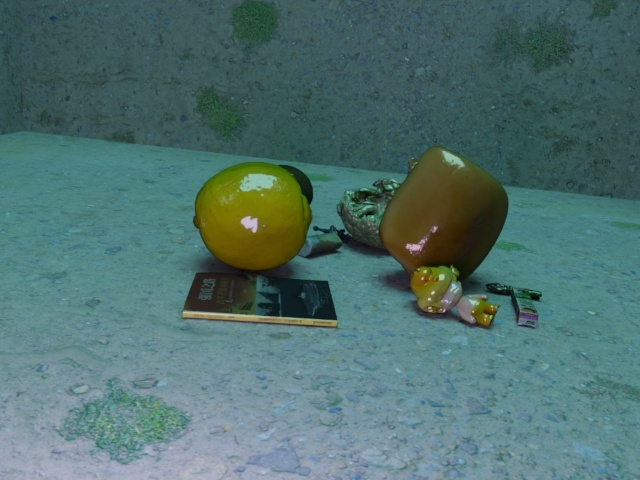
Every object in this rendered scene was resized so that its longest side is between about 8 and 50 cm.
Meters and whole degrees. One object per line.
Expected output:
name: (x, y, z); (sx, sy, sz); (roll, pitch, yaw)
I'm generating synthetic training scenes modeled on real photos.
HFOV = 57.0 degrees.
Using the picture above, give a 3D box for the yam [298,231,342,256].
yam: (-0.001, 0.012, 1.967); (0.068, 0.069, 0.169); (20, 22, 40)

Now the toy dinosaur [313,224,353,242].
toy dinosaur: (0.046, -0.024, 2.138); (0.154, 0.049, 0.055); (16, 22, 7)

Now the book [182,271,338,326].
book: (-0.150, 0.148, 1.518); (0.373, 0.028, 0.262); (5, 18, -6)

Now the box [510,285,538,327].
box: (0.565, 0.183, 1.639); (0.049, 0.041, 0.207); (9, 17, 10)

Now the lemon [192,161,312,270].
lemon: (-0.197, -0.069, 1.725); (0.347, 0.348, 0.348); (6, 16, -2)

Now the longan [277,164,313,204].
longan: (-0.149, -0.196, 2.375); (0.247, 0.249, 0.248); (6, 16, -2)

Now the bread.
bread: (0.377, -0.051, 1.766); (0.348, 0.376, 0.253); (34, 5, -34)

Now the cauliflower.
cauliflower: (0.207, -0.102, 2.099); (0.275, 0.251, 0.272); (20, 5, -43)

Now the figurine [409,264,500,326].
figurine: (0.345, 0.147, 1.563); (0.246, 0.131, 0.156); (30, 65, 21)

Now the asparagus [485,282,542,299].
asparagus: (0.578, 0.151, 1.772); (0.165, 0.030, 0.036); (9, 27, 8)
